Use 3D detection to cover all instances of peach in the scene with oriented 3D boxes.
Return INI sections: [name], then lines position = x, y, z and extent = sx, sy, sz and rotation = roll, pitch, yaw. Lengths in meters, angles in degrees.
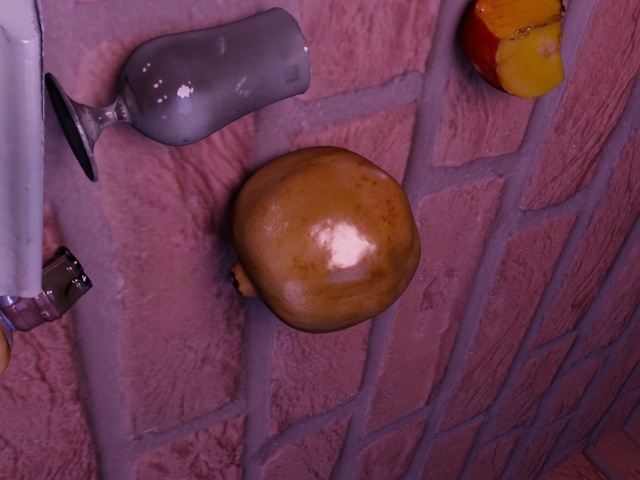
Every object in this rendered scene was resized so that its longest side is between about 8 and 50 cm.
[peach]
position = 0.237, -0.242, 0.830
extent = 0.151, 0.118, 0.151
rotation = 7, 90, -66

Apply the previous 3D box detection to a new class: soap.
[soap]
position = -0.272, -0.089, 0.532
extent = 0.094, 0.150, 0.262
rotation = -13, 134, -38

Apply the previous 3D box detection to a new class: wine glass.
[wine glass]
position = -0.124, -0.142, 0.638
extent = 0.230, 0.103, 0.103
rotation = -25, 139, -23

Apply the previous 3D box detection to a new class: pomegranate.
[pomegranate]
position = 0.007, -0.003, 0.794
extent = 0.233, 0.233, 0.233
rotation = -22, 138, -22

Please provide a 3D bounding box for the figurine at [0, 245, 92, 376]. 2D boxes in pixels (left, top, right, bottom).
[figurine]
position = -0.333, 0.078, 0.697
extent = 0.196, 0.108, 0.114
rotation = -44, 155, -25
